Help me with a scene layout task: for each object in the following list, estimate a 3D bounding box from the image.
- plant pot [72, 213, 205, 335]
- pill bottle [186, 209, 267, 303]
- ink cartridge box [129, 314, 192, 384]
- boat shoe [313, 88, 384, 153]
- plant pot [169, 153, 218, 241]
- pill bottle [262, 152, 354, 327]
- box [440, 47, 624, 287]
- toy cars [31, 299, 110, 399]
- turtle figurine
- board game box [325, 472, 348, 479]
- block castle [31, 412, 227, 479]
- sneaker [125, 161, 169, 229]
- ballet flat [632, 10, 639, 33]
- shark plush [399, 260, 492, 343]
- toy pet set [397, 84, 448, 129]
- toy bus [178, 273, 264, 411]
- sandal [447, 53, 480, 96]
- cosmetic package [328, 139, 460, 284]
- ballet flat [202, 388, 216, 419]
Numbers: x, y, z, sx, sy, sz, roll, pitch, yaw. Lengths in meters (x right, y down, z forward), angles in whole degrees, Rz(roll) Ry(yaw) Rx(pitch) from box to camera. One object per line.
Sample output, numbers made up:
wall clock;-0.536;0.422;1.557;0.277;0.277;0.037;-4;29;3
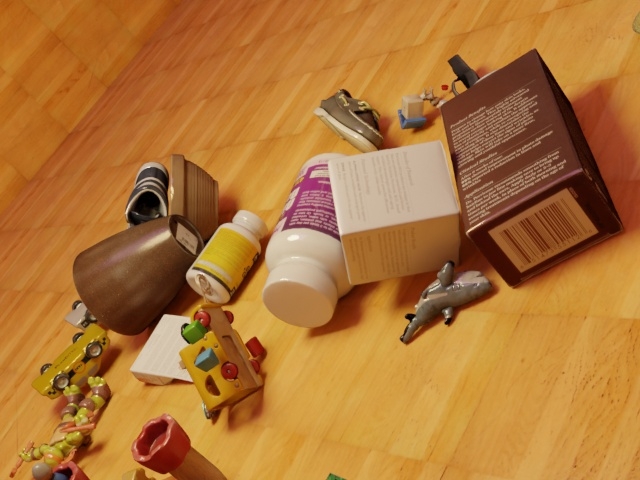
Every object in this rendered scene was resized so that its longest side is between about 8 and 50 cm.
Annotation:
plant pot;-0.359;0.051;1.942;0.230;0.215;0.215;-34;30;22
pill bottle;-0.185;0.030;1.888;0.103;0.103;0.184;-1;49;50
ink cartridge box;-0.268;0.219;1.822;0.179;0.045;0.145;6;51;31
boat shoe;0.070;-0.257;1.956;0.091;0.109;0.305;-47;25;3
plant pot;-0.287;-0.077;2.101;0.110;0.237;0.237;1;32;-8
pill bottle;0.000;0.000;1.632;0.169;0.169;0.301;-19;36;36
box;0.315;-0.123;1.445;0.191;0.143;0.381;-30;33;22
toy cars;-0.506;0.211;2.068;0.177;0.087;0.393;-22;31;24
turtle figurine;-0.485;0.368;1.822;0.269;0.087;0.217;-35;21;31
board game box;-0.011;0.434;1.208;0.136;0.030;0.259;2;51;55
block castle;-0.317;0.486;1.323;0.303;0.213;0.453;-29;31;23
sneaker;-0.386;-0.019;2.061;0.099;0.282;0.153;4;24;-8
ballet flat;0.624;-0.392;1.448;0.123;0.123;0.349;-51;30;-15
shark plush;0.180;0.097;1.403;0.161;0.073;0.067;-36;59;2
toy pet set;0.219;-0.253;1.842;0.114;0.065;0.122;-8;32;-10
toy bus;-0.189;0.192;1.583;0.104;0.191;0.202;-34;30;16
sandal;0.282;-0.283;1.754;0.054;0.097;0.254;-35;19;11
cosmetic package;0.118;-0.042;1.462;0.184;0.151;0.151;-10;55;1
ballet flat;-0.192;0.271;1.643;0.041;0.041;0.114;-38;30;9
